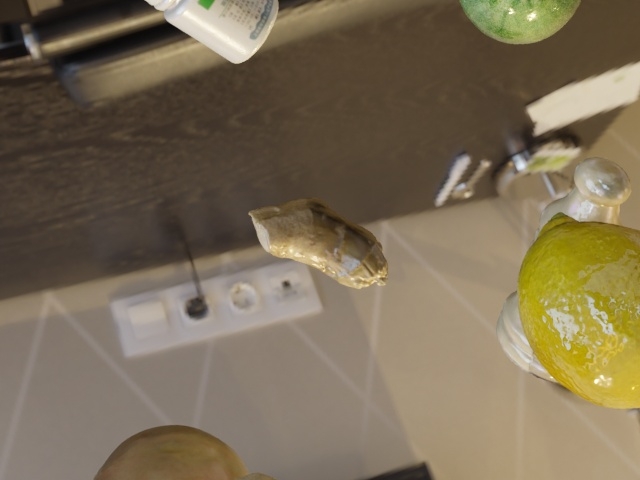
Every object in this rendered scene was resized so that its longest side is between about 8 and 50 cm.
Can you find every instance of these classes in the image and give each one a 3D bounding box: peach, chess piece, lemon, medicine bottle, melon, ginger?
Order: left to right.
[{"bbox_3d":[-0.225,0.405,1.498,0.292,0.247,0.292,-38,140,-40],"label":"peach"},{"bbox_3d":[-0.197,-0.404,1.723,0.237,0.139,0.139,30,132,-27],"label":"medicine bottle"},{"bbox_3d":[0.000,0.000,1.311,0.190,0.095,0.069,27,125,-3],"label":"ginger"},{"bbox_3d":[0.287,-0.371,1.505,0.182,0.182,0.288,-27,179,16],"label":"melon"},{"bbox_3d":[0.309,0.026,1.302,0.124,0.138,0.307,4,130,-2],"label":"chess piece"},{"bbox_3d":[0.299,0.074,1.086,0.187,0.244,0.187,-28,154,-15],"label":"lemon"}]

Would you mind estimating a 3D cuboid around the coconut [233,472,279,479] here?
[{"bbox_3d":[-0.063,0.331,0.938,0.233,0.245,0.233,6,161,2],"label":"coconut"}]
